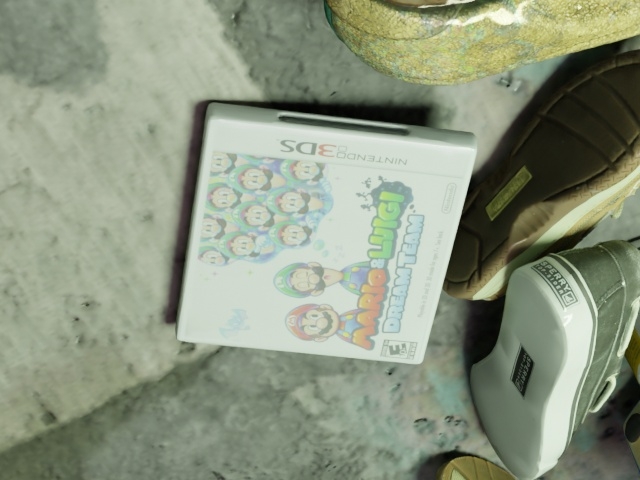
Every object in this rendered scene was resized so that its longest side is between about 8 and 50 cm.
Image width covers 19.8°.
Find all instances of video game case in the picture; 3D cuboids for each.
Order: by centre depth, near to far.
[{"bbox_3d":[0.000,0.000,0.999,0.143,0.019,0.157,6,129,-7],"label":"video game case"}]

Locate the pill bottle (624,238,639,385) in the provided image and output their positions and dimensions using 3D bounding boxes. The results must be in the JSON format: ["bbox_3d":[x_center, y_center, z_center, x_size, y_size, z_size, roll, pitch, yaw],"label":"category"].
[{"bbox_3d":[0.207,0.057,1.065,0.065,0.116,0.065,-8,132,-10],"label":"pill bottle"}]

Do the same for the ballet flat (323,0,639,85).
[{"bbox_3d":[0.167,-0.149,0.892,0.348,0.123,0.123,-13,132,-8],"label":"ballet flat"}]

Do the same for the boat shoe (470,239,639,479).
[{"bbox_3d":[0.142,0.073,1.064,0.070,0.078,0.219,-23,156,-18],"label":"boat shoe"}]

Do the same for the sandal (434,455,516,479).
[{"bbox_3d":[0.124,0.202,1.208,0.049,0.072,0.180,-21,141,31],"label":"sandal"}]

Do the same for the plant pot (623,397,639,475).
[{"bbox_3d":[0.327,0.136,1.100,0.212,0.236,0.236,18,123,-23],"label":"plant pot"}]

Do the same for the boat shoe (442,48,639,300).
[{"bbox_3d":[0.143,-0.034,1.010,0.072,0.068,0.190,10,139,-42],"label":"boat shoe"}]
